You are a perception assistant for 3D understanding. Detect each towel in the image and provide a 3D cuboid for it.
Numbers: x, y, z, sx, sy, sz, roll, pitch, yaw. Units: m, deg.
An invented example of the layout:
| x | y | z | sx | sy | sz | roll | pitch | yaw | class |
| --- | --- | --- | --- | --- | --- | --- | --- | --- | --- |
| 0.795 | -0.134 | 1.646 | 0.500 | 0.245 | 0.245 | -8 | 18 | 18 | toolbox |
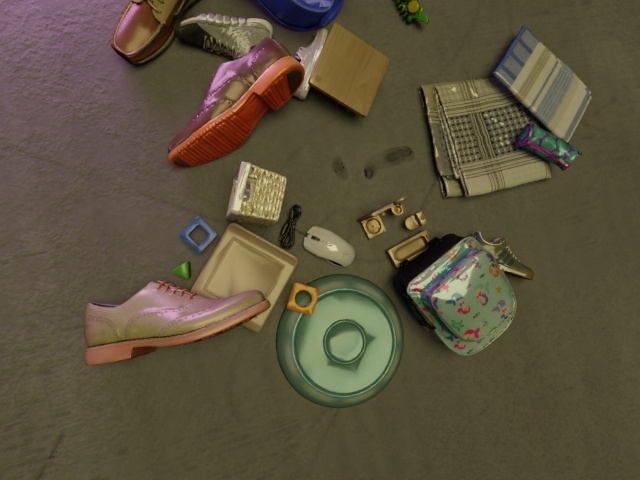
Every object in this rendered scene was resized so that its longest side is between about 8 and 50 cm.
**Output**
| x | y | z | sx | sy | sz | roll | pitch | yaw | class |
| --- | --- | --- | --- | --- | --- | --- | --- | --- | --- |
| 0.435 | -0.281 | 1.151 | 0.323 | 0.056 | 0.313 | -12 | 88 | -11 | towel |
| 0.596 | -0.413 | 1.176 | 0.285 | 0.034 | 0.209 | 38 | 70 | -10 | towel |

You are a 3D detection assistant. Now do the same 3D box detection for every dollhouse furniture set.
| x | y | z | sx | sy | sz | roll | pitch | yaw | class |
| --- | --- | --- | --- | --- | --- | --- | --- | --- | --- |
| 0.197 | -0.021 | 1.049 | 0.144 | 0.123 | 0.151 | -28 | 91 | -11 | dollhouse furniture set |

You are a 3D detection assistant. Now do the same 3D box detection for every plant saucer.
| x | y | z | sx | sy | sz | roll | pitch | yaw | class |
| --- | --- | --- | --- | --- | --- | --- | --- | --- | --- |
| 0.054 | 0.238 | 1.043 | 0.317 | 0.043 | 0.318 | 1 | 84 | -11 | plant saucer |

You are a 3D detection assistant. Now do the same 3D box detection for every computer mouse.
| x | y | z | sx | sy | sz | roll | pitch | yaw | class |
| --- | --- | --- | --- | --- | --- | --- | --- | --- | --- |
| 0.000 | 0.000 | 1.052 | 0.192 | 0.042 | 0.106 | 25 | 80 | -7 | computer mouse |

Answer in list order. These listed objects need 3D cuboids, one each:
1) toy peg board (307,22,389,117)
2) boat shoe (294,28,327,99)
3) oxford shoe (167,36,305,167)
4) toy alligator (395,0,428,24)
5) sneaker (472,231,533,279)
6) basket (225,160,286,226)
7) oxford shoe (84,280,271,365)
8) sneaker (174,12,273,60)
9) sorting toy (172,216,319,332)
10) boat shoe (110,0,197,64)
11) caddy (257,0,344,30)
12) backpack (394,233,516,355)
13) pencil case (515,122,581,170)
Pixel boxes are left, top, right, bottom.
| x | y | z | sx | sy | sz | roll | pitch | yaw | class |
| --- | --- | --- | --- | --- | --- | --- | --- | --- | --- |
| 0.058 | -0.399 | 1.066 | 0.160 | 0.079 | 0.161 | 25 | 81 | -19 | toy peg board |
| -0.035 | -0.438 | 1.077 | 0.063 | 0.066 | 0.184 | 20 | 92 | -9 | boat shoe |
| -0.210 | -0.306 | 0.996 | 0.363 | 0.130 | 0.133 | -38 | 76 | 1 | oxford shoe |
| 0.214 | -0.633 | 1.143 | 0.051 | 0.056 | 0.190 | -31 | 92 | 29 | toy alligator |
| 0.463 | 0.035 | 1.123 | 0.192 | 0.064 | 0.086 | 18 | 87 | -6 | sneaker |
| -0.144 | -0.094 | 0.974 | 0.103 | 0.167 | 0.114 | 13 | 83 | -16 | basket |
| -0.305 | 0.147 | 0.918 | 0.396 | 0.140 | 0.147 | -14 | 82 | -3 | oxford shoe |
| -0.218 | -0.446 | 1.029 | 0.228 | 0.086 | 0.132 | -7 | 89 | -12 | sneaker |
| -0.171 | 0.085 | 1.010 | 0.347 | 0.047 | 0.196 | 29 | 85 | -3 | sorting toy |
| -0.362 | -0.554 | 0.991 | 0.122 | 0.120 | 0.324 | 32 | 80 | -6 | boat shoe |
| -0.072 | -0.663 | 1.021 | 0.341 | 0.179 | 0.241 | 38 | 88 | -23 | caddy |
| 0.329 | 0.135 | 1.028 | 0.225 | 0.191 | 0.254 | -38 | 107 | -7 | backpack |
| 0.577 | -0.238 | 1.121 | 0.151 | 0.064 | 0.070 | 25 | 49 | -6 | pencil case |
